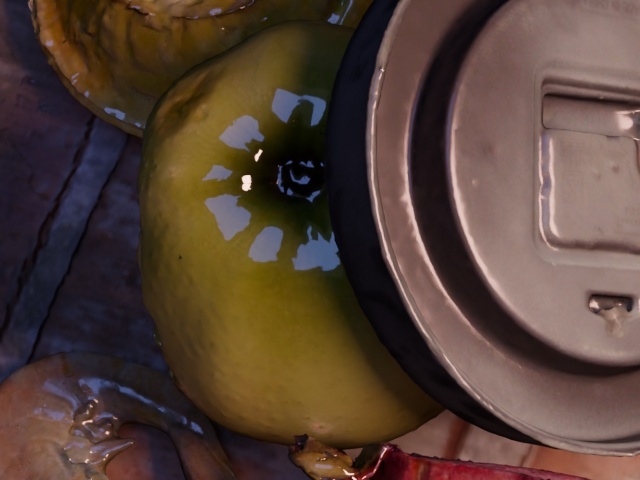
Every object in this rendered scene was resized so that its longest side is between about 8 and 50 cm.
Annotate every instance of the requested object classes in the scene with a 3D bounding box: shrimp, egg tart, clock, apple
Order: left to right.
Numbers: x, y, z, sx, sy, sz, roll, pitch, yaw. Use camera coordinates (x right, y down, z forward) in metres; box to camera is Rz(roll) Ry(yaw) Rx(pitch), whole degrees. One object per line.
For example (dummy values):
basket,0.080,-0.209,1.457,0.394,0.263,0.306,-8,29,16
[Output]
shrimp,-0.118,0.165,1.253,0.254,0.059,0.145,31,71,24
egg tart,-0.076,-0.208,1.336,0.290,0.115,0.290,-4,70,11
apple,0.000,0.000,1.186,0.279,0.279,0.279,-3,71,10
clock,0.152,-0.039,1.086,0.325,0.067,0.325,4,82,-29

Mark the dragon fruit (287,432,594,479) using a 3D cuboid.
dragon fruit,0.108,0.206,1.109,0.282,0.211,0.147,11,82,-7
